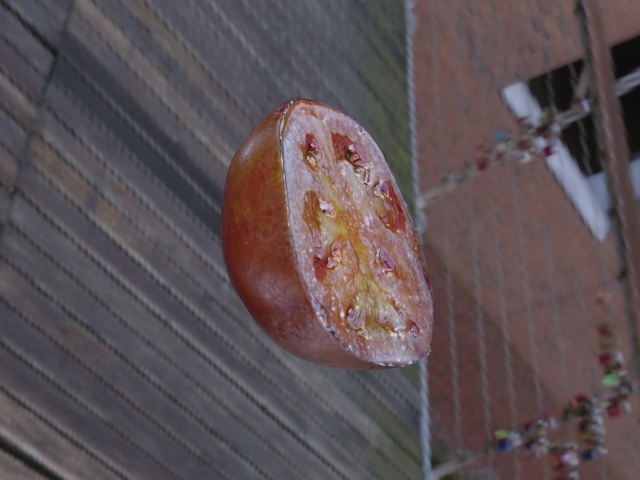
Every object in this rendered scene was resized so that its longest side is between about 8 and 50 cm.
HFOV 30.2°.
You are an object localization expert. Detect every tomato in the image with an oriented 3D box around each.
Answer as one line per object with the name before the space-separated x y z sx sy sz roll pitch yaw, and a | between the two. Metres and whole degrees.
tomato | -0.009 0.009 1.318 0.338 0.143 0.338 45 35 -44
